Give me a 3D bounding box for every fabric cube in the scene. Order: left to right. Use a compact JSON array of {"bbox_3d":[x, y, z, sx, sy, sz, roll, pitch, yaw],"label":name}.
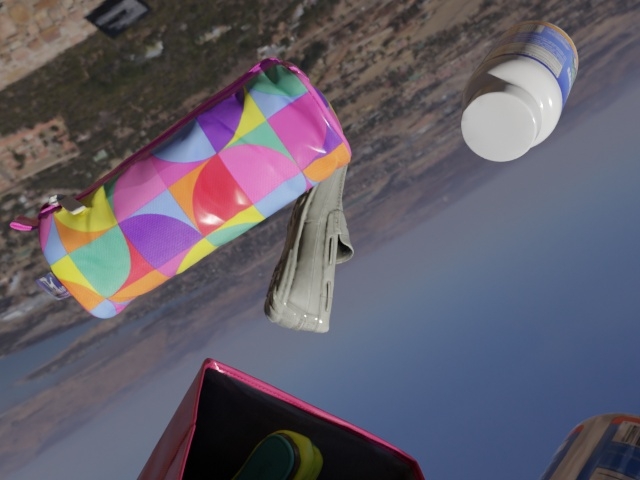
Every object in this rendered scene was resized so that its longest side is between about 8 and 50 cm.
[{"bbox_3d":[-0.059,0.308,0.584,0.258,0.254,0.259,-60,-169,12],"label":"fabric cube"}]

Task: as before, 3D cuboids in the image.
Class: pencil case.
[{"bbox_3d":[-0.094,-0.038,0.489,0.236,0.104,0.104,-32,177,1],"label":"pencil case"}]

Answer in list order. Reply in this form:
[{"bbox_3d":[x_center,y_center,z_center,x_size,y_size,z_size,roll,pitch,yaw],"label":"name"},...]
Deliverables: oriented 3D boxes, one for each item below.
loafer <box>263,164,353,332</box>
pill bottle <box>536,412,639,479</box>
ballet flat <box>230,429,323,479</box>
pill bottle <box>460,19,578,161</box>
[{"bbox_3d":[0.000,0.000,1.096,0.112,0.111,0.320,130,-22,-62],"label":"loafer"},{"bbox_3d":[0.169,0.216,0.419,0.221,0.124,0.124,-30,176,-43],"label":"pill bottle"},{"bbox_3d":[-0.082,0.279,0.662,0.231,0.077,0.077,-47,145,6],"label":"ballet flat"},{"bbox_3d":[0.314,-0.236,1.077,0.152,0.152,0.272,-35,-167,43],"label":"pill bottle"}]
